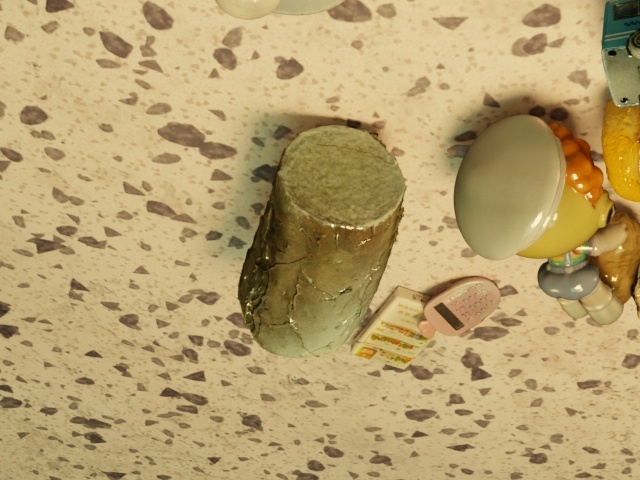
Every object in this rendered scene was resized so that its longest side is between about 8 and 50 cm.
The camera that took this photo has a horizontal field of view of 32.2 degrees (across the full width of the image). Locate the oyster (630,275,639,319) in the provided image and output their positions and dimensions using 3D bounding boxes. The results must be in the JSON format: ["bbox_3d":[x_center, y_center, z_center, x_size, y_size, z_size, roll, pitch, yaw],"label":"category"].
[{"bbox_3d":[0.597,0.071,1.780,0.198,0.092,0.259,-45,125,1],"label":"oyster"}]

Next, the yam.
[{"bbox_3d":[0.000,0.000,1.713,0.240,0.241,0.348,13,142,-6],"label":"yam"}]

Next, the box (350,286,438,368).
[{"bbox_3d":[0.152,0.168,2.087,0.122,0.032,0.220,17,142,-14],"label":"box"}]

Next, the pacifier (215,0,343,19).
[{"bbox_3d":[-0.076,-0.347,1.273,0.244,0.233,0.299,7,143,7],"label":"pacifier"}]

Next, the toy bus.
[{"bbox_3d":[0.478,-0.252,1.375,0.246,0.134,0.113,-8,138,23],"label":"toy bus"}]

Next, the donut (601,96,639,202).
[{"bbox_3d":[0.442,-0.126,1.549,0.078,0.146,0.181,3,149,30],"label":"donut"}]

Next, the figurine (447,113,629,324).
[{"bbox_3d":[0.346,-0.001,1.626,0.382,0.205,0.224,47,157,-22],"label":"figurine"}]

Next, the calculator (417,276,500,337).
[{"bbox_3d":[0.244,0.122,1.983,0.166,0.024,0.103,-33,121,21],"label":"calculator"}]

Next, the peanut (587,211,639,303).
[{"bbox_3d":[0.471,0.040,1.792,0.095,0.108,0.226,8,142,8],"label":"peanut"}]
